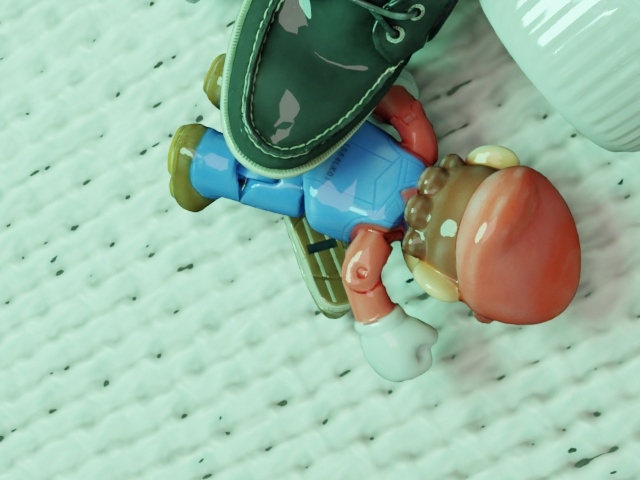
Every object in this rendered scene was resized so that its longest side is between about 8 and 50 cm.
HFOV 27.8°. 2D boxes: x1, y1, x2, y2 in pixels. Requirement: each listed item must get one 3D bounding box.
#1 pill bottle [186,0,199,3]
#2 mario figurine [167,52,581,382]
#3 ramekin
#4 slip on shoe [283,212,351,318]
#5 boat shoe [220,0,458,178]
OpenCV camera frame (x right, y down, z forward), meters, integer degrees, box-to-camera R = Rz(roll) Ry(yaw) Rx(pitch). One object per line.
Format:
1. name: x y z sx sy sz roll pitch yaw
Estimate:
1. pill bottle: -0.045 -0.293 1.033 0.221 0.124 0.124 -35 79 16
2. mario figurine: 0.048 -0.021 1.006 0.320 0.170 0.198 25 115 13
3. ramekin: 0.202 -0.158 0.909 0.109 0.207 0.207 -40 78 24
4. slip on shoe: 0.000 0.000 1.059 0.051 0.041 0.135 -14 69 -12
5. boat shoe: 0.043 -0.196 0.890 0.127 0.113 0.340 37 84 -7
